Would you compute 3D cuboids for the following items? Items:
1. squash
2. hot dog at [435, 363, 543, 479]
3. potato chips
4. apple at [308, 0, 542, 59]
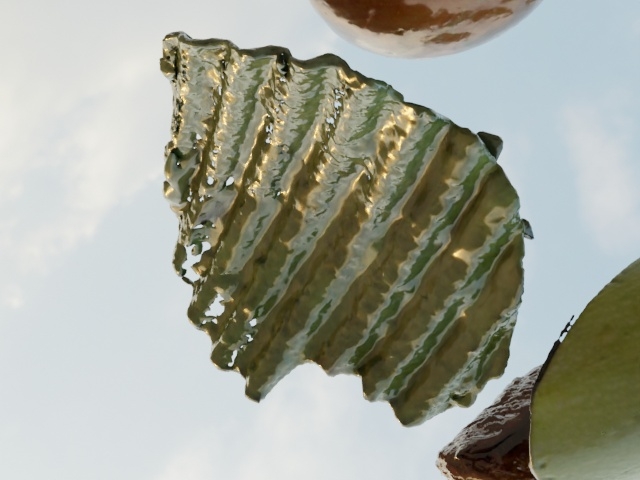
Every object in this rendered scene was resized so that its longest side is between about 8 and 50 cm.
[{"bbox_3d":[0.280,0.130,0.958,0.155,0.204,0.237,-4,-79,16],"label":"squash"},{"bbox_3d":[0.238,0.234,1.179,0.227,0.099,0.160,-27,-160,-28],"label":"hot dog"},{"bbox_3d":[-0.001,-0.008,0.904,0.373,0.389,0.097,13,-142,20],"label":"potato chips"},{"bbox_3d":[0.092,-0.280,0.839,0.253,0.253,0.253,-18,-127,24],"label":"apple"}]
